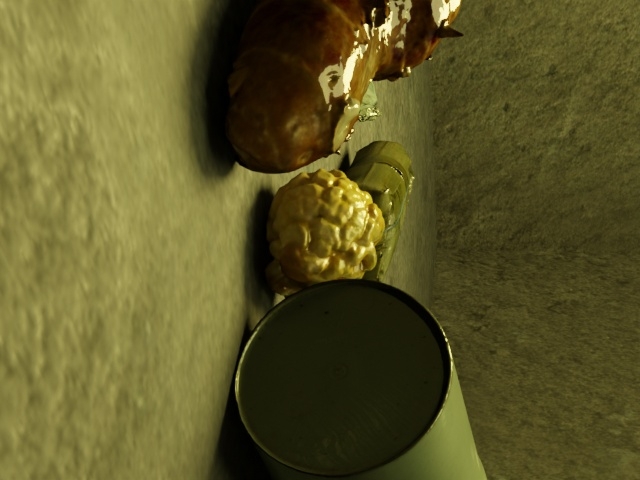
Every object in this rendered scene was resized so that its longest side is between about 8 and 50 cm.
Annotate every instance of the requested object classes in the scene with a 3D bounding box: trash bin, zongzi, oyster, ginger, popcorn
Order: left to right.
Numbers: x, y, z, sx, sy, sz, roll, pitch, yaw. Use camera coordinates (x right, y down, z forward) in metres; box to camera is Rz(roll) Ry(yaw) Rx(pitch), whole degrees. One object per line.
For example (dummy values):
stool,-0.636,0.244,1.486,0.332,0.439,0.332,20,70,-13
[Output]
popcorn,0.000,0.000,0.999,0.170,0.180,0.180,65,7,14
ginger,0.031,-0.231,0.902,0.176,0.254,0.418,87,17,-45
oyster,0.060,-0.261,1.351,0.199,0.087,0.252,58,27,-52
trash bin,0.066,0.270,1.012,0.432,0.280,0.280,71,23,-49
zongzi,0.102,-0.030,1.486,0.251,0.125,0.274,-58,150,-54
